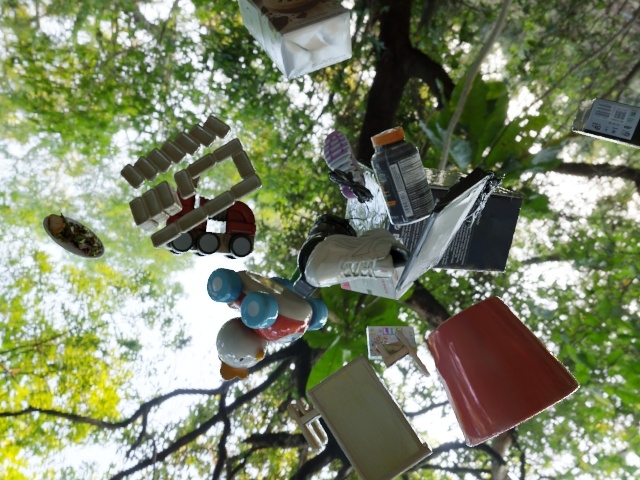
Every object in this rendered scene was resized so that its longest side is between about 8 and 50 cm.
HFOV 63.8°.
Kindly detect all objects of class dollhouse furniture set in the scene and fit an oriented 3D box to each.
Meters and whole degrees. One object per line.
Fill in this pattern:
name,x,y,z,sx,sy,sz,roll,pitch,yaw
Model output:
dollhouse furniture set,0.128,0.434,1.312,0.257,0.362,0.394,56,180,14

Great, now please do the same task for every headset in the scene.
headset,0.000,0.000,1.365,0.185,0.394,0.243,35,-150,-7

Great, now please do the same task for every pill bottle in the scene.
pill bottle,0.214,-0.175,1.380,0.130,0.130,0.246,-37,-70,-53

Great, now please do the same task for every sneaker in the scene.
sneaker,0.087,-0.247,1.702,0.104,0.095,0.237,-11,-102,-67
sneaker,0.080,0.038,0.975,0.232,0.091,0.115,-20,-150,-31

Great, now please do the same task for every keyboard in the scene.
keyboard,0.229,-0.026,0.926,0.201,0.317,0.033,-33,-111,-20

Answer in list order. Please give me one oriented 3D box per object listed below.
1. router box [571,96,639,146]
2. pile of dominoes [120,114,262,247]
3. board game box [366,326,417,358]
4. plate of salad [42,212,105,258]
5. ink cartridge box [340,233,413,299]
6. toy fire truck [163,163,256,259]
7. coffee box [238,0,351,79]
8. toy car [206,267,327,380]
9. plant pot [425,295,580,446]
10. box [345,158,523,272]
router box,0.752,-0.246,1.169,0.308,0.081,0.243,19,-162,16
pile of dominoes,-0.247,-0.112,0.979,0.196,0.251,0.040,63,-174,21
board game box,0.230,0.330,1.664,0.153,0.026,0.104,0,-124,-4
plate of salad,-0.746,-0.019,1.576,0.199,0.048,0.200,40,-169,-9
ink cartridge box,0.146,0.070,1.500,0.092,0.159,0.217,-35,-152,-34
toy fire truck,-0.276,-0.081,1.292,0.216,0.247,0.158,6,173,-21
coffee box,-0.070,-0.527,1.217,0.168,0.119,0.297,-24,-127,-13
toy car,-0.142,0.202,1.101,0.210,0.238,0.219,28,-173,34
plant pot,0.376,0.273,1.128,0.274,0.275,0.243,-8,-120,-39
box,0.385,-0.103,1.907,0.470,0.298,0.480,3,-163,-14
